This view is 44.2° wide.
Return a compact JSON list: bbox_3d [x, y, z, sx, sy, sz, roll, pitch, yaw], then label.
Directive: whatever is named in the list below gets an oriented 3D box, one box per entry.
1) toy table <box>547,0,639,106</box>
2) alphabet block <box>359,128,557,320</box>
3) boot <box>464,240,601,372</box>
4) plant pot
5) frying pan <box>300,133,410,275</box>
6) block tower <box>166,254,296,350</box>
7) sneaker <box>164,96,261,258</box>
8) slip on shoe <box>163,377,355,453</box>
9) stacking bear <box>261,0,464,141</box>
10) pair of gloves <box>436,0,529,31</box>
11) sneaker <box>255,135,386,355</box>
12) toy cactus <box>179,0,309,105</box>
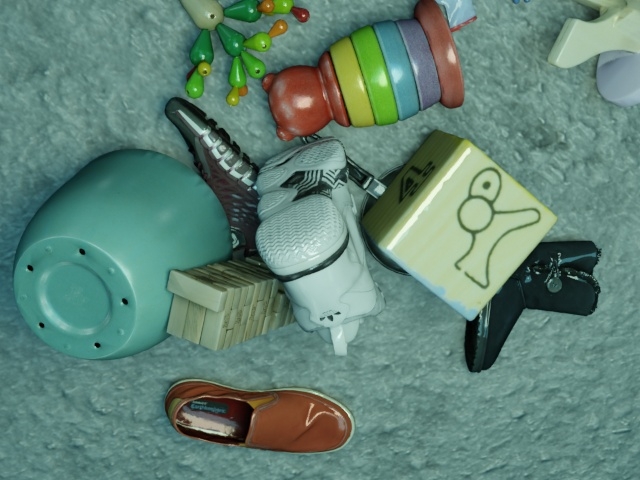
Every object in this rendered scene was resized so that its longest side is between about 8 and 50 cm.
[{"bbox_3d":[0.461,-0.356,1.176,0.160,0.252,0.275,21,90,-25],"label":"toy table"},{"bbox_3d":[0.200,-0.029,1.191,0.192,0.193,0.197,39,96,-15],"label":"alphabet block"},{"bbox_3d":[0.359,0.113,1.328,0.207,0.094,0.247,7,96,-2],"label":"boot"},{"bbox_3d":[-0.302,0.039,1.151,0.292,0.235,0.293,5,113,11],"label":"plant pot"},{"bbox_3d":[0.132,-0.085,1.296,0.197,0.053,0.326,-32,105,2],"label":"frying pan"},{"bbox_3d":[-0.096,0.081,1.182,0.090,0.335,0.097,18,102,25],"label":"block tower"},{"bbox_3d":[-0.178,-0.079,1.245,0.162,0.106,0.281,-42,103,8],"label":"sneaker"},{"bbox_3d":[-0.102,0.307,1.335,0.331,0.101,0.123,11,99,-8],"label":"slip on shoe"},{"bbox_3d":[0.058,-0.242,1.204,0.288,0.164,0.176,-18,103,4],"label":"stacking bear"},{"bbox_3d":[0.253,-0.431,1.240,0.198,0.023,0.159,-23,105,2],"label":"pair of gloves"},{"bbox_3d":[0.000,0.000,1.145,0.137,0.366,0.210,-17,118,11],"label":"sneaker"},{"bbox_3d":[-0.141,-0.319,1.209,0.219,0.112,0.180,-44,83,8],"label":"toy cactus"}]
